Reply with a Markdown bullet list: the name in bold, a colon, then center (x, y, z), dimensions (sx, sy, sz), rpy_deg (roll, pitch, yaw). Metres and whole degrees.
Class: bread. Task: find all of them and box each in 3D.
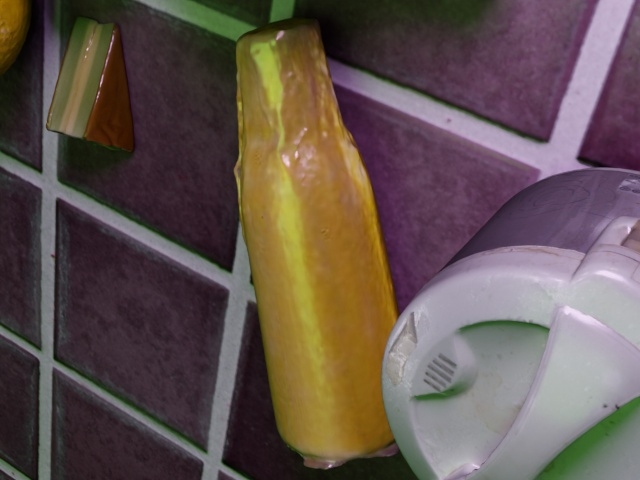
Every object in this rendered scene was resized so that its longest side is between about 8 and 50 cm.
- **bread**: center (-0.254, -0.181, 1.120), dimensions (0.074, 0.084, 0.139), rpy_deg (13, 90, 29)

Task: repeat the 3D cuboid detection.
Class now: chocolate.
- **chocolate**: center (0.000, 0.000, 0.970), dimensions (0.162, 0.162, 0.445), rpy_deg (2, 111, 34)

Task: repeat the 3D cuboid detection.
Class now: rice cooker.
- **rice cooker**: center (0.212, 0.098, 0.774), dimensions (0.289, 0.277, 0.288), rpy_deg (15, 120, 27)

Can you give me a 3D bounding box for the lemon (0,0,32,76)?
- **lemon**: center (-0.430, -0.279, 1.058), dimensions (0.240, 0.219, 0.240), rpy_deg (43, 170, 10)
